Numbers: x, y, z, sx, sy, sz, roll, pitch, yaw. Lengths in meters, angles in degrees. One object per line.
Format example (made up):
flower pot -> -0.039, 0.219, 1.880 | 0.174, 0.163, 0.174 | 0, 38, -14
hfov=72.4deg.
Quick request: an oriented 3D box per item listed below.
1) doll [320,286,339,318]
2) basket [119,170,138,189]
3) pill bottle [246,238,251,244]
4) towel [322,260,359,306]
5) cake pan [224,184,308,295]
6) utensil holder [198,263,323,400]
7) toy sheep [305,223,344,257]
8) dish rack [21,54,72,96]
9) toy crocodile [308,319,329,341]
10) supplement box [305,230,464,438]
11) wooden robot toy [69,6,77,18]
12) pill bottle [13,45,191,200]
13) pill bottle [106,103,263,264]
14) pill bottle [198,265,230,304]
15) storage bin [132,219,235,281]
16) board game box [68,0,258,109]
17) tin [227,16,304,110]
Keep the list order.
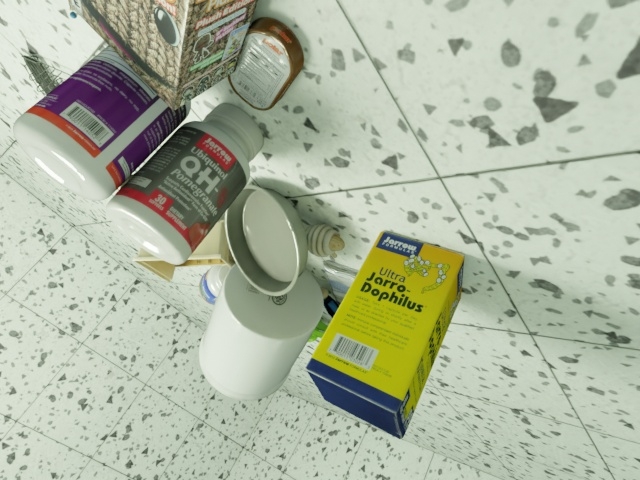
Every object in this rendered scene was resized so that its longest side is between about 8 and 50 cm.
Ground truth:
doll -> 0.040, 0.222, 1.403 | 0.129, 0.046, 0.189 | 39, 158, 58
basket -> -0.463, -0.144, 1.270 | 0.204, 0.154, 0.227 | 44, 147, -18
pill bottle -> -0.141, 0.019, 1.269 | 0.137, 0.078, 0.078 | 40, 152, -15
towel -> 0.117, 0.172, 1.302 | 0.209, 0.034, 0.285 | 20, 151, 25
cake pan -> -0.138, -0.003, 1.117 | 0.293, 0.054, 0.293 | 20, 121, 39
utensil holder -> -0.191, 0.274, 1.387 | 0.327, 0.328, 0.385 | 31, 133, 2
toy sheep -> 0.000, 0.000, 1.081 | 0.132, 0.091, 0.091 | 9, 145, 28
dish rack -> -0.693, -0.381, 1.195 | 0.271, 0.074, 0.208 | 26, 152, 13
toy crocodile -> -0.095, 0.312, 1.705 | 0.340, 0.105, 0.115 | 8, 144, 31
supplement box -> 0.152, 0.191, 0.934 | 0.195, 0.357, 0.194 | 18, 150, 26
wooden robot toy -> -0.395, -0.445, 0.805 | 0.173, 0.076, 0.079 | 6, 178, 41
pill bottle -> -0.367, -0.240, 0.804 | 0.181, 0.323, 0.181 | 25, 152, 14
pill bottle -> -0.253, -0.124, 0.880 | 0.176, 0.319, 0.176 | 25, 153, 14
pill bottle -> -0.363, 0.156, 1.654 | 0.152, 0.152, 0.272 | 38, 153, -11
storage bin -> -0.394, 0.044, 1.379 | 0.262, 0.123, 0.260 | -3, 159, 6
board game box -> -0.215, -0.369, 0.591 | 0.232, 0.141, 0.291 | 45, 152, -4
tin -> -0.098, -0.293, 0.749 | 0.106, 0.040, 0.189 | 35, 153, -14
